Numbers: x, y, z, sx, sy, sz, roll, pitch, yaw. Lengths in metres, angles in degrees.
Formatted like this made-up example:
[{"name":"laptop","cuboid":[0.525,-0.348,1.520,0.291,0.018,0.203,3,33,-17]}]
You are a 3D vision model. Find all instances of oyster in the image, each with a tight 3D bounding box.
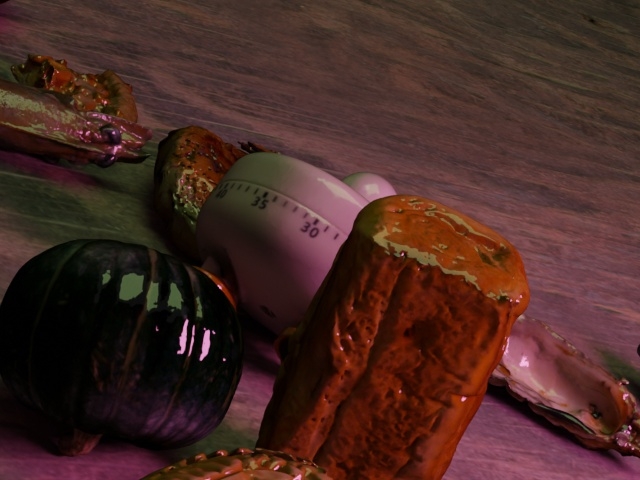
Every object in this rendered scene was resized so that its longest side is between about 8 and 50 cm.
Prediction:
[{"name":"oyster","cuboid":[0.218,0.142,2.061,0.345,0.079,0.128,34,43,14]}]

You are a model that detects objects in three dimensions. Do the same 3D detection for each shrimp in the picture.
[{"name":"shrimp","cuboid":[-0.334,-0.147,2.086,0.317,0.077,0.168,19,19,-10]}]

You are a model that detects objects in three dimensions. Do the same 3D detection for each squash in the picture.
[{"name":"squash","cuboid":[-0.164,0.089,1.580,0.218,0.218,0.172,10,68,-36]}]

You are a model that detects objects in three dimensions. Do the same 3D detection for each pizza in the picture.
[{"name":"pizza","cuboid":[-0.282,-0.169,2.211,0.161,0.062,0.182,24,23,-2]}]

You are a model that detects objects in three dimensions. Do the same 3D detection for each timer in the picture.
[{"name":"timer","cuboid":[0.000,0.000,1.897,0.233,0.240,0.233,31,-21,13]}]

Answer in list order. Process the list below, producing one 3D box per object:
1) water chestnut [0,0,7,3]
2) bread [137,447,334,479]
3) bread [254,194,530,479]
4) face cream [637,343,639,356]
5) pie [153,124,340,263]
[{"name":"water chestnut","cuboid":[-0.447,-0.425,2.326,0.300,0.300,0.300,23,21,-9]},{"name":"bread","cuboid":[-0.065,0.238,1.389,0.240,0.139,0.240,14,24,-6]},{"name":"bread","cuboid":[0.058,0.115,1.622,0.166,0.294,0.132,19,27,-11]},{"name":"face cream","cuboid":[0.462,0.208,2.149,0.092,0.092,0.311,5,29,-43]},{"name":"pie","cuboid":[-0.057,-0.037,2.128,0.308,0.085,0.308,23,20,-9]}]
